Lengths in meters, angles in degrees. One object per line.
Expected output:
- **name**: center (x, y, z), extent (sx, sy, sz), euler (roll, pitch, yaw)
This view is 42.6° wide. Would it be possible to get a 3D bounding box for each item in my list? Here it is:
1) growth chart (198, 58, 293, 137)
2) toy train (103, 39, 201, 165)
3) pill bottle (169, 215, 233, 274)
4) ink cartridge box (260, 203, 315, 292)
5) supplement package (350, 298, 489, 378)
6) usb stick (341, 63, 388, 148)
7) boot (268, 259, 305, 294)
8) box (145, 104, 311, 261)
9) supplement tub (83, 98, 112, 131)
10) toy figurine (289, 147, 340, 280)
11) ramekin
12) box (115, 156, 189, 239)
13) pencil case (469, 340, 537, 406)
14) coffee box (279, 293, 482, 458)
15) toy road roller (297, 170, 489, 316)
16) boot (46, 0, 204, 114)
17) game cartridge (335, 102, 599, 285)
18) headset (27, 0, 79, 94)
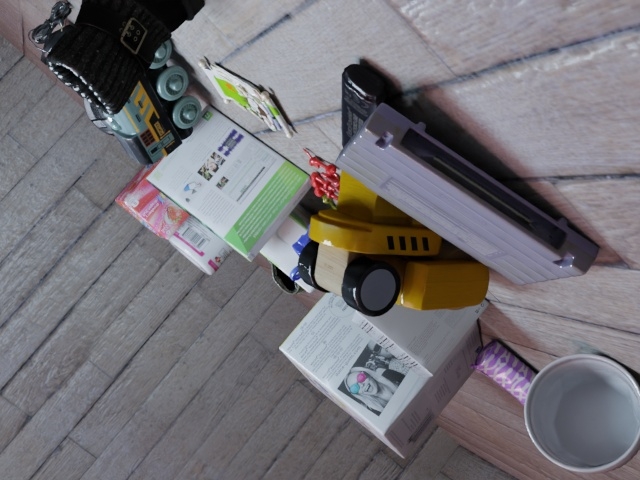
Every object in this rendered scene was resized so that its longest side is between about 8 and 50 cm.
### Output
- **growth chart**: center (-0.146, -0.281, 1.637), extent (0.237, 0.021, 0.172), euler (33, 169, 36)
- **toy train**: center (-0.387, -0.319, 1.766), extent (0.142, 0.190, 0.334), euler (32, 157, 36)
- **pill bottle**: center (-0.273, -0.058, 2.280), extent (0.160, 0.283, 0.160), euler (38, 169, 9)
- **ink cartridge box**: center (-0.038, 0.008, 2.049), extent (0.207, 0.119, 0.353), euler (39, -173, 5)
- **supplement package**: center (0.204, 0.150, 1.727), extent (0.203, 0.194, 0.149), euler (39, 169, 6)
- **usb stick**: center (0.064, -0.183, 1.242), extent (0.077, 0.045, 0.278), euler (42, 170, 11)
- **boot**: center (-0.103, 0.066, 2.136), extent (0.190, 0.076, 0.208), euler (50, -172, 11)
- **box**: center (-0.209, -0.135, 1.883), extent (0.322, 0.232, 0.058), euler (37, 174, 19)
- **supplement tub**: center (-0.476, -0.351, 2.023), extent (0.193, 0.194, 0.316), euler (44, 170, -22)
- **toy figurine**: center (0.000, 0.000, 1.756), extent (0.191, 0.217, 0.362), euler (35, 168, 23)
- **ramekin**: center (0.477, 0.313, 1.457), extent (0.207, 0.207, 0.109), euler (32, 176, 37)
- **box**: center (-0.366, -0.164, 2.119), extent (0.154, 0.300, 0.142), euler (43, 167, -21)
- **pencil case**: center (0.446, 0.319, 1.885), extent (0.206, 0.088, 0.086), euler (39, 172, 3)
- **coffee box**: center (0.160, 0.277, 2.017), extent (0.334, 0.338, 0.338), euler (36, 169, 25)
- **toy road roller**: center (0.136, -0.009, 1.442), extent (0.329, 0.241, 0.202), euler (2, -168, -32)
- **boot**: center (-0.343, -0.376, 1.254), extent (0.131, 0.260, 0.348), euler (32, 167, 38)
- **game cartridge**: center (0.197, -0.056, 1.181), extent (0.355, 0.068, 0.230), euler (33, 173, -5)
- **headset**: center (-0.642, -0.507, 2.235), extent (0.243, 0.185, 0.394), euler (41, -175, 18)
